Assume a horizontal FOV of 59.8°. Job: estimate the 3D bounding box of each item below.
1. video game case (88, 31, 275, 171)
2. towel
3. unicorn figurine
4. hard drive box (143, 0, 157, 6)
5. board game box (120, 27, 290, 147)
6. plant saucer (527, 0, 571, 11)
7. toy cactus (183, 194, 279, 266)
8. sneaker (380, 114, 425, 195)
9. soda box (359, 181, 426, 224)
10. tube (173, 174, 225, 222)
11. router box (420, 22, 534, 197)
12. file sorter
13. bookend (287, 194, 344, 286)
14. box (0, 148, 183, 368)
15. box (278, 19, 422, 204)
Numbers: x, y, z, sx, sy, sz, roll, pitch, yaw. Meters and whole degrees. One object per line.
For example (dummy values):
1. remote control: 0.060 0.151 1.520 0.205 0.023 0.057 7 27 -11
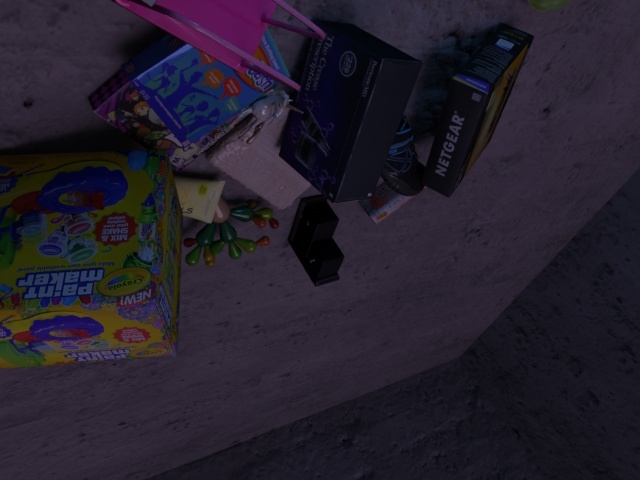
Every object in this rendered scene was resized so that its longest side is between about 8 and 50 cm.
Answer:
1. video game case: -0.217 -0.238 0.913 0.232 0.042 0.210 -37 149 8
2. towel: -0.085 -0.168 1.135 0.187 0.049 0.282 -40 149 12
3. unicorn figurine: -0.097 -0.210 0.932 0.111 0.162 0.060 -40 110 8
4. hard drive box: -0.182 -0.380 0.546 0.181 0.232 0.089 -44 148 19
5. board game box: -0.165 -0.256 0.844 0.210 0.047 0.160 -35 148 -1
6. plant saucer: 0.494 -0.572 1.093 0.241 0.037 0.241 -24 149 -16
7. toy cactus: -0.204 -0.038 1.191 0.219 0.112 0.180 -25 131 -9
8. sneaker: 0.173 -0.200 1.254 0.139 0.125 0.341 -46 148 19
9. soda box: 0.195 -0.124 1.452 0.183 0.058 0.063 -37 150 6
10. tube: -0.288 -0.090 1.034 0.240 0.062 0.070 9 149 -46
11. router box: 0.342 -0.282 1.236 0.243 0.081 0.309 -49 160 -30
12. file sorter: -0.064 -0.351 0.644 0.202 0.182 0.291 18 103 -47
13. bookend: 0.000 0.000 1.354 0.072 0.157 0.156 -14 146 -30
14. box: -0.369 0.026 0.838 0.290 0.279 0.177 -4 145 -6
15. box: 0.042 -0.224 0.978 0.103 0.184 0.261 -13 132 -41
